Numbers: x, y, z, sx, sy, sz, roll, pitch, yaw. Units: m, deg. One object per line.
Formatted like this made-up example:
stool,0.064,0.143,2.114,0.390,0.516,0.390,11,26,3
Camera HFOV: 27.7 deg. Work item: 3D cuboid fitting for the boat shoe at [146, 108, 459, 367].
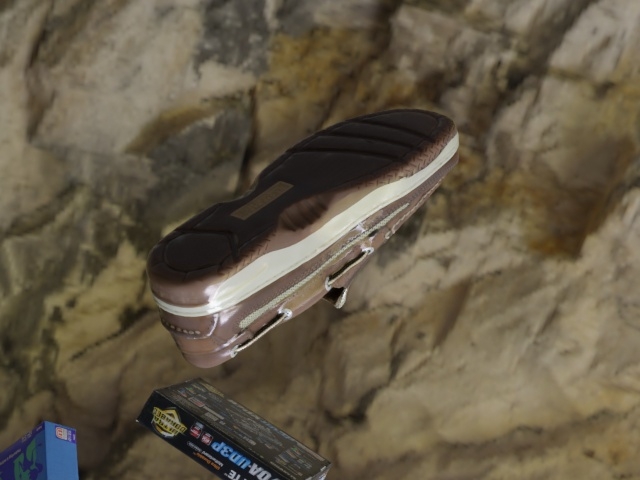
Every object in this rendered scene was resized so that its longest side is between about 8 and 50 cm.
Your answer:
boat shoe,-0.005,-0.003,0.878,0.257,0.095,0.095,-30,-142,-29

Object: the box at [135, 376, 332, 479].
box,-0.105,0.256,1.639,0.220,0.051,0.175,31,-174,11

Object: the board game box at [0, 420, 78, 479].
board game box,-0.319,0.322,1.382,0.047,0.160,0.210,25,-140,-41
